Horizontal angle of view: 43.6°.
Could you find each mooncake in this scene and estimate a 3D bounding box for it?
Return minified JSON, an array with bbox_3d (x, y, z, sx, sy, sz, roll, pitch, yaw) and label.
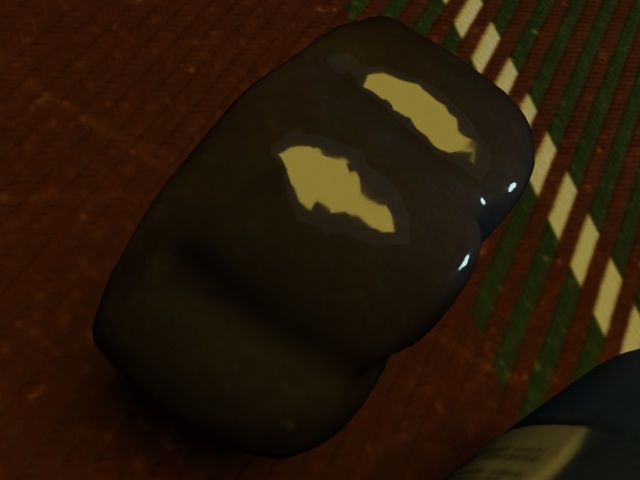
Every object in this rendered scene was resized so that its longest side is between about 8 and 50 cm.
[{"bbox_3d":[0.000,0.000,0.430,0.133,0.245,0.245,37,56,1],"label":"mooncake"}]

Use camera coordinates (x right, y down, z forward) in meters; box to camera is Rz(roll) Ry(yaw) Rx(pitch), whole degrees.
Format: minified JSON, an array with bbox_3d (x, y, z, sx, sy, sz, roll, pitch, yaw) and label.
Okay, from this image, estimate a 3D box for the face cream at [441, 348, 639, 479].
[{"bbox_3d":[0.138,0.204,0.350,0.225,0.249,0.249,-28,74,-27],"label":"face cream"}]
